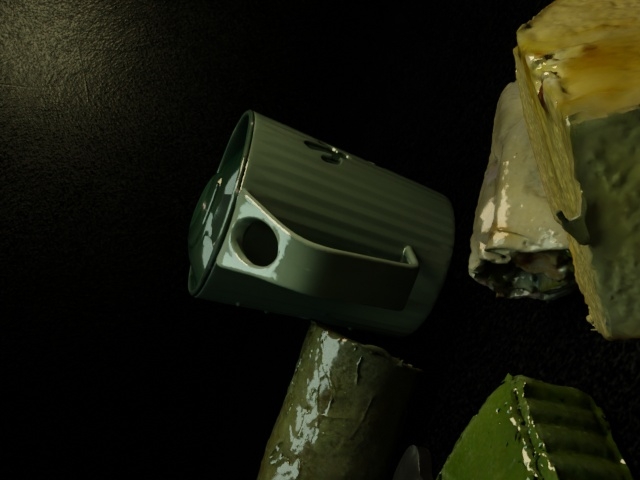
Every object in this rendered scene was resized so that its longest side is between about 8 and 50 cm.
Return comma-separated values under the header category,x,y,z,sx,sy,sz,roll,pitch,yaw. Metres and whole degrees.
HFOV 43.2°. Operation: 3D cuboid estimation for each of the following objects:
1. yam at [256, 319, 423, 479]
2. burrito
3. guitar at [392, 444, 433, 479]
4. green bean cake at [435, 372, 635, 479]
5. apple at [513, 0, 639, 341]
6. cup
category,x,y,z,sx,sy,sz,roll,pitch,yaw
yam,0.028,0.292,1.254,0.195,0.195,0.300,-151,80,-75
burrito,0.266,-0.098,0.952,0.190,0.135,0.331,118,167,-60
guitar,0.141,0.367,1.074,0.233,0.025,0.088,-109,40,-67
green bean cake,0.203,0.262,0.791,0.214,0.113,0.200,-97,28,-56
apple,0.276,-0.099,0.685,0.314,0.252,0.309,-58,6,26
cup,-0.009,0.016,1.307,0.400,0.392,0.310,-88,21,-48
